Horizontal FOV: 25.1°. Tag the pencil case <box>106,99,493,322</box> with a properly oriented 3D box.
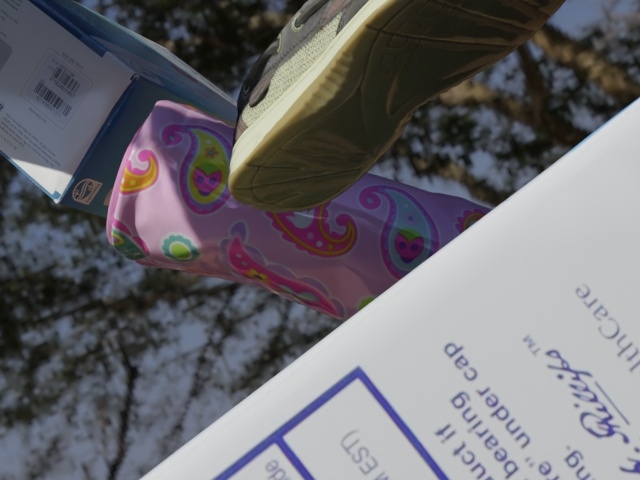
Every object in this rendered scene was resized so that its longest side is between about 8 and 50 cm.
[{"bbox_3d":[0.000,0.000,0.978,0.284,0.124,0.124,20,0,3],"label":"pencil case"}]

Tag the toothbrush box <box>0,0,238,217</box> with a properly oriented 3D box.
[{"bbox_3d":[-0.178,-0.110,1.280,0.126,0.216,0.295,-55,-29,7],"label":"toothbrush box"}]

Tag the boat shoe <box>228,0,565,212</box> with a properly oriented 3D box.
[{"bbox_3d":[0.028,-0.097,0.633,0.080,0.073,0.223,10,-39,-39],"label":"boat shoe"}]

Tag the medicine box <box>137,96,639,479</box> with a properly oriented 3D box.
[{"bbox_3d":[0.022,0.115,0.514,0.289,0.149,0.263,-35,-6,-25],"label":"medicine box"}]
